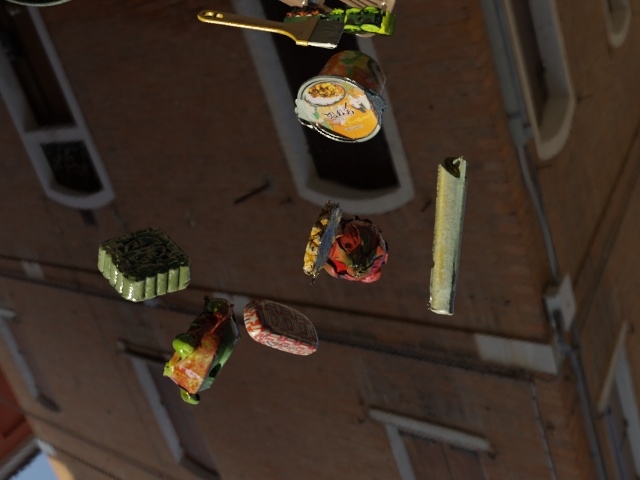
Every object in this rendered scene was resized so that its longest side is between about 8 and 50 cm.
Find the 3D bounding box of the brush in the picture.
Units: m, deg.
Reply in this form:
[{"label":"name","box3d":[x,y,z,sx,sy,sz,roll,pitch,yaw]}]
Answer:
[{"label":"brush","box3d":[-0.094,-0.395,1.579,0.272,0.013,0.103,10,-141,7]}]

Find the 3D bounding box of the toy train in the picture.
[{"label":"toy train","box3d":[0.033,-0.447,1.754,0.249,0.053,0.085,13,-177,39]}]

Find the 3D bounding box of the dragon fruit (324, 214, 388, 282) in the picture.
[{"label":"dragon fruit","box3d":[0.118,0.046,2.737,0.233,0.234,0.293,-20,-145,-5]}]

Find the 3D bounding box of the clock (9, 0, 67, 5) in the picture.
[{"label":"clock","box3d":[-0.642,-0.713,1.923,0.386,0.386,0.076,-21,-142,-6]}]

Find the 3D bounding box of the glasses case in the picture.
[{"label":"glasses case","box3d":[-0.069,0.146,1.442,0.049,0.073,0.194,-26,153,20]}]

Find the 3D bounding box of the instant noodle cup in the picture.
[{"label":"instant noodle cup","box3d":[0.057,-0.303,1.748,0.208,0.178,0.126,5,-129,26]}]

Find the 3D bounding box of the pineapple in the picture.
[{"label":"pineapple","box3d":[0.000,0.000,2.172,0.047,0.221,0.221,18,-150,10]}]

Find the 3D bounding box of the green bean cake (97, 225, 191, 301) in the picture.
[{"label":"green bean cake","box3d":[-0.430,0.055,2.103,0.185,0.094,0.183,-20,-133,-34]}]

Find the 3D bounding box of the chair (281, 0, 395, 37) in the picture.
[{"label":"chair","box3d":[0.021,-0.675,2.298,0.326,0.176,0.183,32,-153,12]}]

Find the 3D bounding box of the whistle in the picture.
[{"label":"whistle","box3d":[0.264,-0.011,1.768,0.057,0.327,0.068,3,-176,-37]}]

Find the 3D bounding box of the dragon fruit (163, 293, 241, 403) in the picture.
[{"label":"dragon fruit","box3d":[-0.283,0.258,2.108,0.268,0.130,0.295,-60,179,6]}]
